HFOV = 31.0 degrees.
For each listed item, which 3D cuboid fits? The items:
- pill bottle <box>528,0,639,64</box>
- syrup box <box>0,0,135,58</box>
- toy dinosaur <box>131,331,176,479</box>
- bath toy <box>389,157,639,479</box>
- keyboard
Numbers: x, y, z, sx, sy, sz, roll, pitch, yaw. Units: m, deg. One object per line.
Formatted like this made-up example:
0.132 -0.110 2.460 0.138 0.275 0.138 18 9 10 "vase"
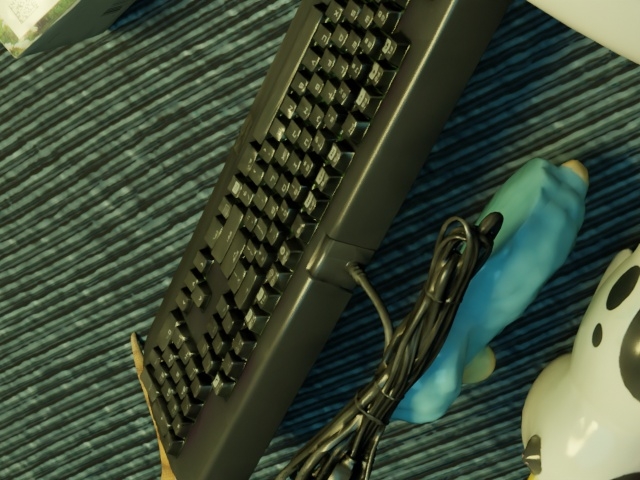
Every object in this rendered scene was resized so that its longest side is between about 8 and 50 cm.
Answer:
0.164 -0.247 0.355 0.210 0.210 0.363 36 115 2 "pill bottle"
-0.167 -0.209 0.534 0.093 0.096 0.237 -37 95 23 "syrup box"
-0.078 0.172 0.661 0.112 0.064 0.212 14 112 13 "toy dinosaur"
0.207 0.105 0.514 0.348 0.129 0.151 27 149 8 "bath toy"
0.000 0.000 0.528 0.201 0.033 0.317 52 125 42 "keyboard"
